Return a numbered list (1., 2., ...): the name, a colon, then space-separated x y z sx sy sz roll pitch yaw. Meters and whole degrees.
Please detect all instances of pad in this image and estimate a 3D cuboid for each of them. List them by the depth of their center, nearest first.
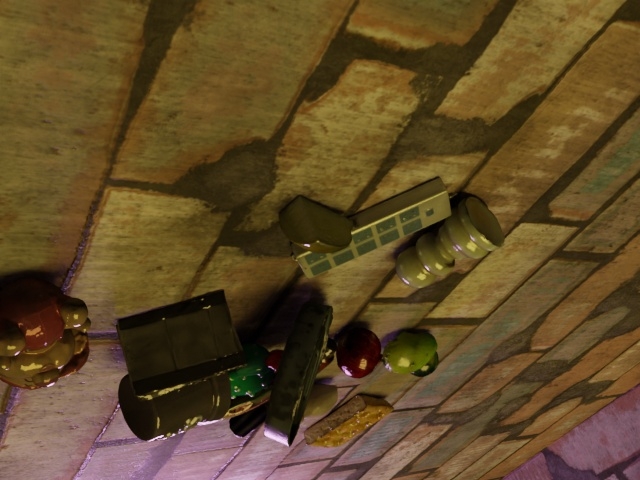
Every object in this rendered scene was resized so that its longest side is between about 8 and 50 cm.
1. pad: -0.284 0.210 1.528 0.233 0.174 0.022 -17 167 -12

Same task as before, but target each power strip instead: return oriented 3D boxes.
1. power strip: 0.113 -0.026 1.541 0.367 0.043 0.106 -24 148 1

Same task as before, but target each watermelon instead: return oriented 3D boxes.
1. watermelon: 0.306 0.370 2.221 0.105 0.062 0.105 -18 152 -10

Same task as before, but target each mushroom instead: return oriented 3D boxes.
1. mushroom: -0.031 0.456 2.082 0.212 0.097 0.088 -17 118 -48

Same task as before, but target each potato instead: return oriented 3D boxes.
1. potato: 0.000 0.000 1.420 0.149 0.120 0.081 23 125 -39

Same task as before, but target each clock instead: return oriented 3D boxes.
1. clock: -0.046 0.295 1.680 0.067 0.325 0.325 16 144 6

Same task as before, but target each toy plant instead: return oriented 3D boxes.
1. toy plant: -0.248 0.317 1.692 0.400 0.185 0.279 -15 142 -44

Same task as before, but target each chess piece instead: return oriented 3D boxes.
1. chess piece: 0.268 0.018 1.645 0.133 0.133 0.243 15 139 -44

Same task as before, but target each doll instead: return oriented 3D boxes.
1. doll: -0.515 0.183 1.354 0.196 0.152 0.256 6 143 -19

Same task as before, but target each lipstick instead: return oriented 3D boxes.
1. lipstick: -0.101 0.391 1.985 0.077 0.077 0.418 14 131 -44

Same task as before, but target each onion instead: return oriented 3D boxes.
1. onion: 0.100 0.286 1.914 0.131 0.131 0.131 -16 147 -11

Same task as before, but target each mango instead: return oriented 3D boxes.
1. mango: 0.250 0.309 2.065 0.178 0.100 0.119 -12 144 -32

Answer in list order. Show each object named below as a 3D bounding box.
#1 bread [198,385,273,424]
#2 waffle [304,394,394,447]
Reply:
1. bread: -0.217 0.420 1.898 0.228 0.033 0.228 -21 176 -2
2. waffle: 0.090 0.581 2.397 0.274 0.057 0.168 -40 144 25
